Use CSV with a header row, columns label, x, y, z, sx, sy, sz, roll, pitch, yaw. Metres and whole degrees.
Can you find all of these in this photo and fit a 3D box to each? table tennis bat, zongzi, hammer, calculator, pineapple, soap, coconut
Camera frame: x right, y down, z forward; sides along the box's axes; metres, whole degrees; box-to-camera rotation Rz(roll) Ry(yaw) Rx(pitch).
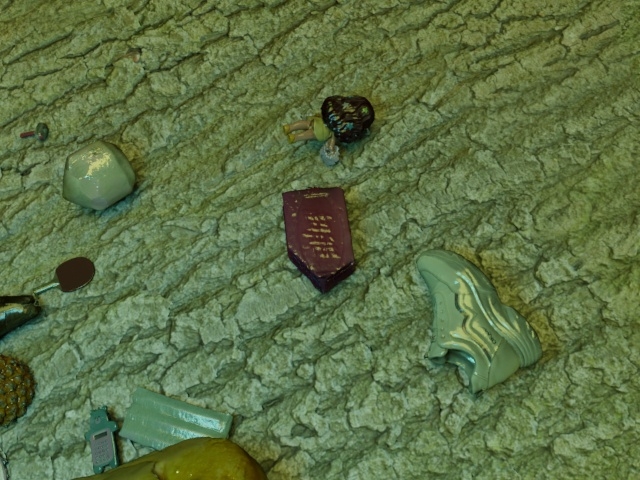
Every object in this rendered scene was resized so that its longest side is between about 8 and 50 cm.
label,x,y,z,sx,sy,sz,roll,pitch,yaw
table tennis bat,-0.635,0.096,1.699,0.157,0.013,0.087,-26,66,-9
zongzi,-0.752,0.219,1.617,0.187,0.084,0.184,-3,77,0
hammer,-0.799,-0.298,1.910,0.083,0.031,0.052,-8,59,13
calculator,-0.473,0.430,1.490,0.094,0.019,0.141,-25,65,21
pineapple,-0.736,0.322,1.521,0.162,0.137,0.176,-24,62,-7
soap,0.000,0.000,1.639,0.162,0.099,0.249,-6,62,-5
coconut,-0.571,-0.162,1.736,0.183,0.171,0.171,-33,64,-20

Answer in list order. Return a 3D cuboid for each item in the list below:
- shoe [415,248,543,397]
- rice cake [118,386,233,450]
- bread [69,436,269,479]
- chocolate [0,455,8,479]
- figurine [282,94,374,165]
label,x,y,z,sx,sy,sz,roll,pitch,yaw
shoe,0.297,0.178,1.494,0.211,0.132,0.342,-36,69,-15
rice cake,-0.311,0.406,1.489,0.237,0.043,0.127,12,66,12
bread,-0.268,0.552,1.276,0.394,0.250,0.361,-22,72,-6
chocolate,-0.783,0.512,1.426,0.221,0.147,0.221,-3,65,8
figurine,0.024,-0.299,1.775,0.240,0.115,0.174,-22,63,-5
